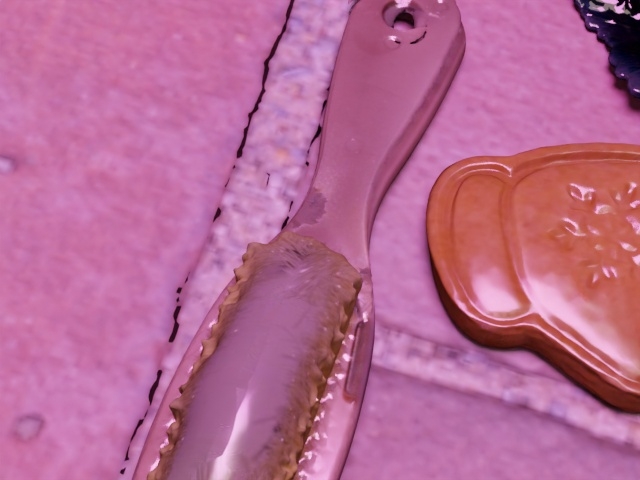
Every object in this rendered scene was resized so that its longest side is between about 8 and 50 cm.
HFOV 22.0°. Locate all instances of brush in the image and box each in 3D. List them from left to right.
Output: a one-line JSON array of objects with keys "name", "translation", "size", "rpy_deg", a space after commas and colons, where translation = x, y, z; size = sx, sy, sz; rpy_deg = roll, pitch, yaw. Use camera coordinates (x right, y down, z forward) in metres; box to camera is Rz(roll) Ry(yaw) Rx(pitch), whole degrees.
[{"name": "brush", "translation": [0.002, 0.000, 0.628], "size": [0.072, 0.067, 0.313], "rpy_deg": [19, 57, 4]}]

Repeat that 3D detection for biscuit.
[{"name": "biscuit", "translation": [0.115, 0.012, 0.657], "size": [0.140, 0.023, 0.118], "rpy_deg": [-8, 61, -13]}]

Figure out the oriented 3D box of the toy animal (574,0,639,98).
[{"name": "toy animal", "translation": [0.130, -0.141, 0.736], "size": [0.108, 0.062, 0.220], "rpy_deg": [7, 56, -25]}]
